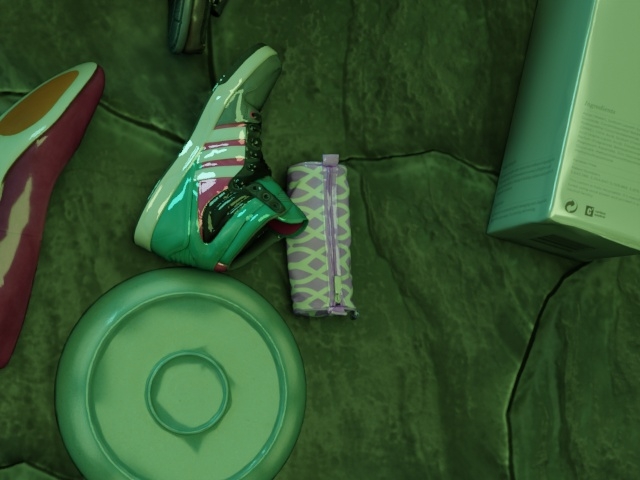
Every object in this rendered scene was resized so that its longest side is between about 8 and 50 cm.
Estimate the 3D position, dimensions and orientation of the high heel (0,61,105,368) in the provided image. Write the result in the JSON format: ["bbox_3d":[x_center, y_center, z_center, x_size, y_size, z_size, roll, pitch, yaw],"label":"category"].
[{"bbox_3d":[-0.348,-0.035,1.642,0.377,0.127,0.181,-53,127,-18],"label":"high heel"}]

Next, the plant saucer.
[{"bbox_3d":[-0.166,0.188,1.679,0.318,0.044,0.317,2,84,-16],"label":"plant saucer"}]

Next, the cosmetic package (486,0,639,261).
[{"bbox_3d":[0.358,-0.179,1.773,0.156,0.217,0.384,17,82,-13],"label":"cosmetic package"}]

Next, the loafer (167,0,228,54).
[{"bbox_3d":[-0.131,-0.376,1.717,0.095,0.109,0.302,8,79,-19],"label":"loafer"}]

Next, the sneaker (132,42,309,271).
[{"bbox_3d":[-0.082,-0.083,1.667,0.178,0.124,0.295,29,84,8],"label":"sneaker"}]

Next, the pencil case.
[{"bbox_3d":[0.000,0.000,1.720,0.086,0.088,0.206,-4,84,-16],"label":"pencil case"}]
